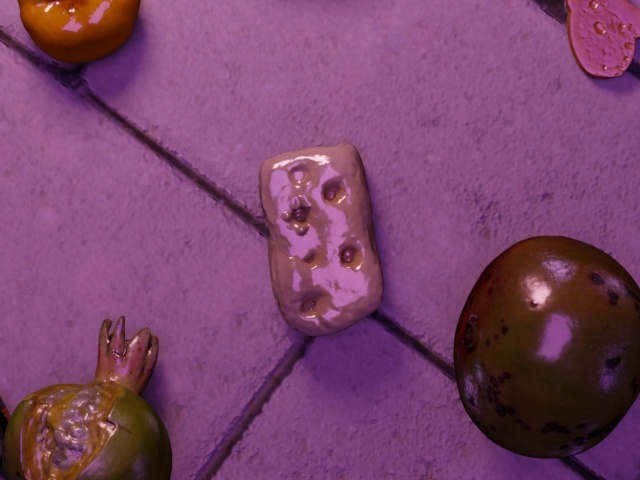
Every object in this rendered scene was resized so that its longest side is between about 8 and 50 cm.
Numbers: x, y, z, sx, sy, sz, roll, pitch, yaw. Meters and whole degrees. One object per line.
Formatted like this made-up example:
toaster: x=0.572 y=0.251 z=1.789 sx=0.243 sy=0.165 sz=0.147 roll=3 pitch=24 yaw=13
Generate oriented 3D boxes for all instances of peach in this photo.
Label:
peach: x=-0.340 y=-0.341 z=1.741 sx=0.179 sy=0.103 sz=0.179 roll=0 pitch=92 yaw=5

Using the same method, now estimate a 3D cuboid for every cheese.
cheese: x=0.000 y=0.000 z=1.727 sx=0.159 sy=0.093 sz=0.263 roll=-10 pitch=89 yaw=4

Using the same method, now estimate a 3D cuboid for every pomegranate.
pomegranate: x=-0.303 y=0.256 z=1.694 sx=0.236 sy=0.236 sz=0.302 roll=18 pitch=57 yaw=3
pomegranate: x=0.332 y=0.159 z=1.627 sx=0.323 sy=0.291 sz=0.291 roll=31 pitch=91 yaw=-6

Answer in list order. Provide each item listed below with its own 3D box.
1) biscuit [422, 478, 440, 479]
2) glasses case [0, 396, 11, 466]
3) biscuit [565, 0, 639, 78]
biscuit: x=0.158 y=0.397 z=1.752 sx=0.120 sy=0.015 sz=0.120 roll=0 pitch=89 yaw=3
glasses case: x=-0.548 y=0.192 z=1.752 sx=0.122 sy=0.082 sz=0.321 roll=-31 pitch=89 yaw=2
biscuit: x=0.408 y=-0.299 z=1.746 sx=0.118 sy=0.023 sz=0.140 roll=-3 pitch=88 yaw=2
